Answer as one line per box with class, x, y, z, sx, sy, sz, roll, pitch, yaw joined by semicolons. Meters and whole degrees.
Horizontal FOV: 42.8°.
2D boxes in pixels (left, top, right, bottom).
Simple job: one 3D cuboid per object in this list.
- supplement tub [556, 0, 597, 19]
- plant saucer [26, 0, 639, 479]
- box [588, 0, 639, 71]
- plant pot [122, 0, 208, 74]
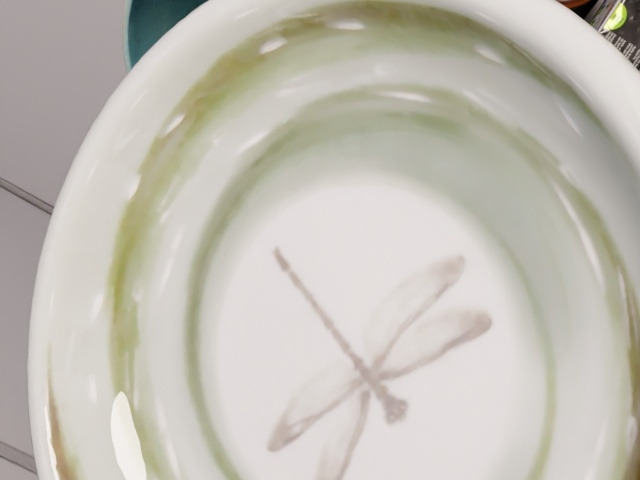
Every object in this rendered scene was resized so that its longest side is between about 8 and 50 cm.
supplement tub;0.178;-0.222;0.632;0.106;0.106;0.198;-58;-5;4
plant saucer;0.008;0.060;0.429;0.100;0.400;0.400;9;-60;-56
box;0.198;-0.133;0.554;0.207;0.036;0.114;-58;-4;7
plant pot;0.016;-0.172;0.656;0.290;0.290;0.195;-47;16;41
